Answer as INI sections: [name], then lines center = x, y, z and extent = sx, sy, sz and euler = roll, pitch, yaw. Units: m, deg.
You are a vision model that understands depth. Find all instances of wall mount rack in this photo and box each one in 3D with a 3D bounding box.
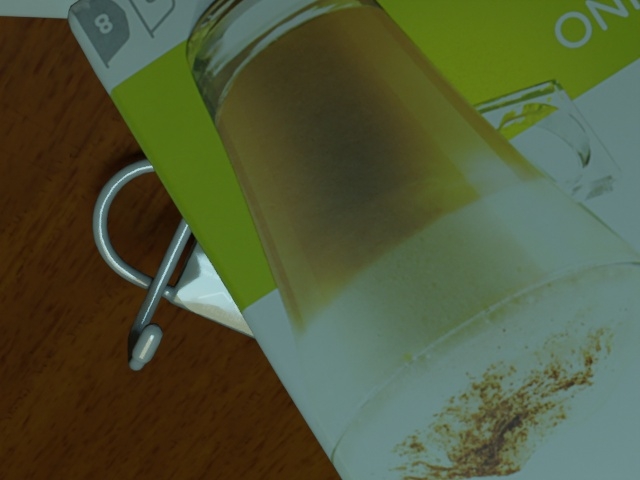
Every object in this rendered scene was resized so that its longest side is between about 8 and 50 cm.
[wall mount rack]
center = 0.000, 0.000, 1.229
extent = 0.350, 0.130, 0.304
euler = 24, 98, -12

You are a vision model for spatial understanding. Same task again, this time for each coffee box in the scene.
[coffee box]
center = 0.133, -0.040, 0.797
extent = 0.338, 0.338, 0.334
euler = -32, 82, 5

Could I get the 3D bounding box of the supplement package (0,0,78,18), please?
[supplement package]
center = -0.232, -0.278, 0.962
extent = 0.263, 0.198, 0.199
euler = 4, 132, 10
